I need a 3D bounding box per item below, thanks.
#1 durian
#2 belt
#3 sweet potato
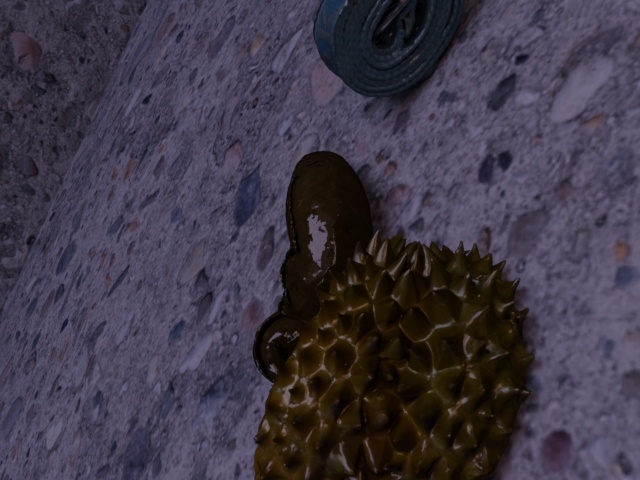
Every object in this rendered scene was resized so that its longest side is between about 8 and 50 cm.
[{"bbox_3d":[0.063,0.116,0.501,0.186,0.154,0.260,2,76,29],"label":"durian"},{"bbox_3d":[0.073,-0.239,0.705,0.163,0.147,0.082,-30,39,-1],"label":"belt"},{"bbox_3d":[0.002,0.001,0.679,0.124,0.098,0.310,-36,37,47],"label":"sweet potato"}]
